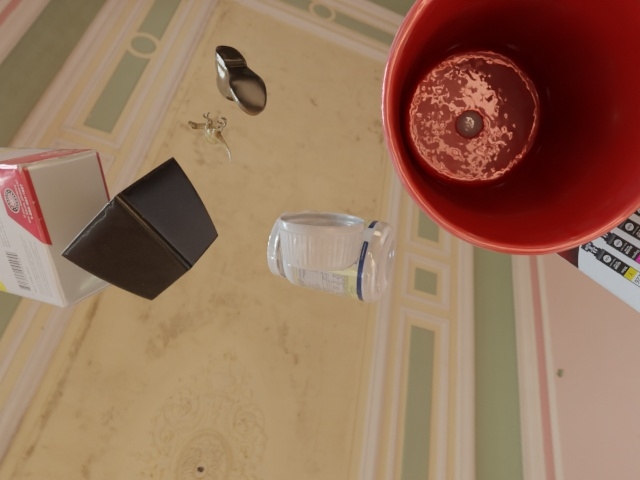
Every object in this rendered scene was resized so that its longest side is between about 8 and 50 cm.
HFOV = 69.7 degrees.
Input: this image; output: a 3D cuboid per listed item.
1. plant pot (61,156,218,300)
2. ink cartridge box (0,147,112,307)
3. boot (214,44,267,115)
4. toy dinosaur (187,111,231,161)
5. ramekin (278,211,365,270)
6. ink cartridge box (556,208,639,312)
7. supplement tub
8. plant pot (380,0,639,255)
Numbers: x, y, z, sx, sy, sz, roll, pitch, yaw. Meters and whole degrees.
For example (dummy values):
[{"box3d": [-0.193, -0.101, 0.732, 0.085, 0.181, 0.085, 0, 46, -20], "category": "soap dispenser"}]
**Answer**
[{"box3d": [-0.301, -0.009, 0.831, 0.167, 0.188, 0.187, 46, -152, -14], "category": "plant pot"}, {"box3d": [-0.616, -0.044, 0.952, 0.384, 0.279, 0.160, 7, -155, 27], "category": "ink cartridge box"}, {"box3d": [-0.250, -0.466, 1.414, 0.112, 0.115, 0.305, -9, -126, -30], "category": "boot"}, {"box3d": [-0.315, -0.327, 1.394, 0.183, 0.093, 0.053, 39, -147, 8], "category": "toy dinosaur"}, {"box3d": [0.000, 0.000, 1.101, 0.207, 0.207, 0.109, -2, -77, -21], "category": "ramekin"}, {"box3d": [0.450, -0.067, 0.532, 0.130, 0.309, 0.272, -12, -139, -32], "category": "ink cartridge box"}, {"box3d": [0.035, 0.038, 1.339, 0.324, 0.235, 0.235, 11, -125, 20], "category": "supplement tub"}, {"box3d": [0.195, -0.141, 0.517, 0.275, 0.243, 0.275, 1, -79, 4], "category": "plant pot"}]
